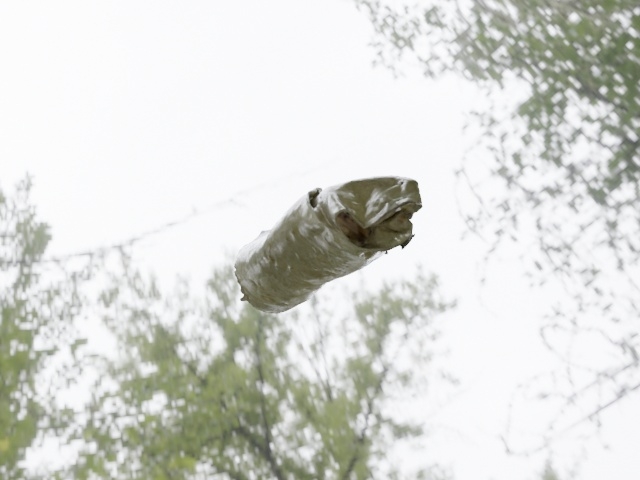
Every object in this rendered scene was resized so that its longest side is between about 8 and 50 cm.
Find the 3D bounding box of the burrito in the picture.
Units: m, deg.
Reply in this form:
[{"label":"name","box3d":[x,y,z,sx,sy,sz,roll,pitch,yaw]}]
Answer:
[{"label":"burrito","box3d":[0.000,0.000,0.893,0.087,0.226,0.060,-33,-89,-23]}]
